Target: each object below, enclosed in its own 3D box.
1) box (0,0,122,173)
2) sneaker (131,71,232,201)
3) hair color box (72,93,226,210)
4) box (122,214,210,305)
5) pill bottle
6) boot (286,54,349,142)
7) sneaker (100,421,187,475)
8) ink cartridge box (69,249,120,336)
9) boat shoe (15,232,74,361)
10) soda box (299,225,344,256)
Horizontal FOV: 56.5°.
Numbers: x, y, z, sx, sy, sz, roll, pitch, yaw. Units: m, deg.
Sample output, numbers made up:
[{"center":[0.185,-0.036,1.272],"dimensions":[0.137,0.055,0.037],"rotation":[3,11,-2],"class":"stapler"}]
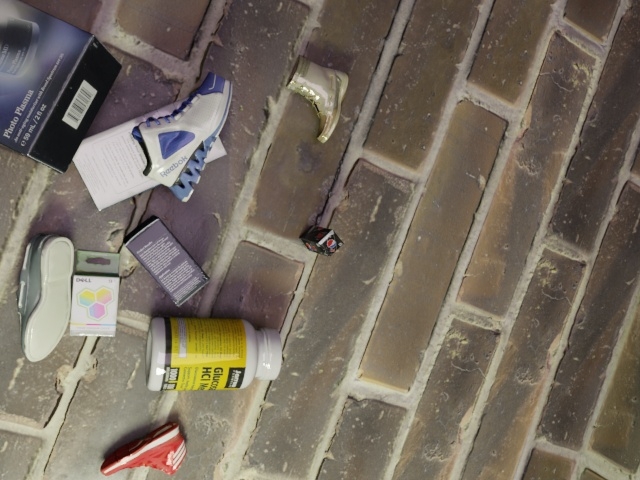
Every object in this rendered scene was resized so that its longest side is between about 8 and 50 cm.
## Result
[{"center":[-0.663,-0.353,1.319],"dimensions":[0.294,0.183,0.296],"rotation":[25,85,4],"class":"box"},{"center":[-0.340,-0.268,1.414],"dimensions":[0.182,0.127,0.315],"rotation":[22,88,-23],"class":"sneaker"},{"center":[-0.435,-0.225,1.506],"dimensions":[0.347,0.105,0.173],"rotation":[-27,103,-16],"class":"hair color box"},{"center":[-0.396,0.047,1.522],"dimensions":[0.108,0.153,0.207],"rotation":[-41,106,-12],"class":"box"},{"center":[-0.280,0.298,1.568],"dimensions":[0.334,0.188,0.187],"rotation":[4,94,-21],"class":"pill bottle"},{"center":[-0.021,-0.393,1.661],"dimensions":[0.165,0.077,0.213],"rotation":[17,84,-22],"class":"boot"},{"center":[-0.458,0.593,1.586],"dimensions":[0.221,0.087,0.128],"rotation":[-25,102,-15],"class":"sneaker"},{"center":[-0.570,0.135,1.512],"dimensions":[0.109,0.062,0.209],"rotation":[5,93,-20],"class":"ink cartridge box"},{"center":[-0.689,0.135,1.468],"dimensions":[0.116,0.099,0.319],"rotation":[-4,108,-64],"class":"boat shoe"},{"center":[0.000,0.000,1.655],"dimensions":[0.060,0.169,0.053],"rotation":[-43,108,-12],"class":"soda box"}]
